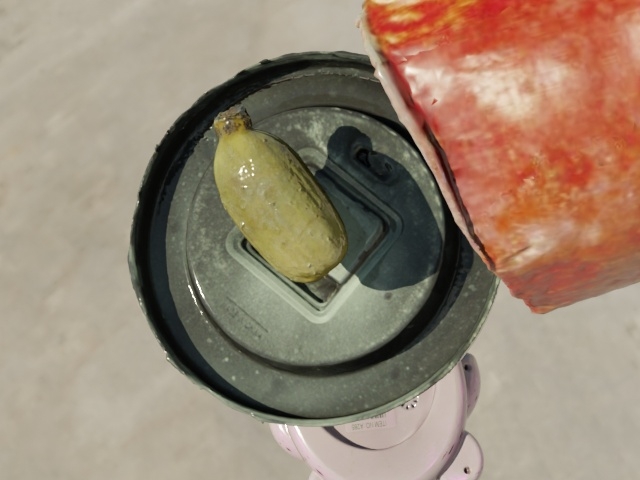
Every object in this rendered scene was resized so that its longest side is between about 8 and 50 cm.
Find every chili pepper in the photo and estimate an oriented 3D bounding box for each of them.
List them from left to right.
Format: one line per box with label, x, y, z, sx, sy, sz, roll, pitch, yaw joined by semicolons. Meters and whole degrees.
chili pepper;0.192;-0.098;0.975;0.305;0.251;0.229;-20;18;2

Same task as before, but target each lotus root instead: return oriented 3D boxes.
lotus root;-0.047;-0.042;1.499;0.090;0.183;0.077;-34;1;39

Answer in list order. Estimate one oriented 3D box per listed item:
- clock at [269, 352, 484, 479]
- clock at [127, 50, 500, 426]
clock;0.071;0.207;2.186;0.295;0.322;0.113;-15;-17;-1
clock;0.000;0.000;1.626;0.386;0.386;0.076;-33;-13;3
